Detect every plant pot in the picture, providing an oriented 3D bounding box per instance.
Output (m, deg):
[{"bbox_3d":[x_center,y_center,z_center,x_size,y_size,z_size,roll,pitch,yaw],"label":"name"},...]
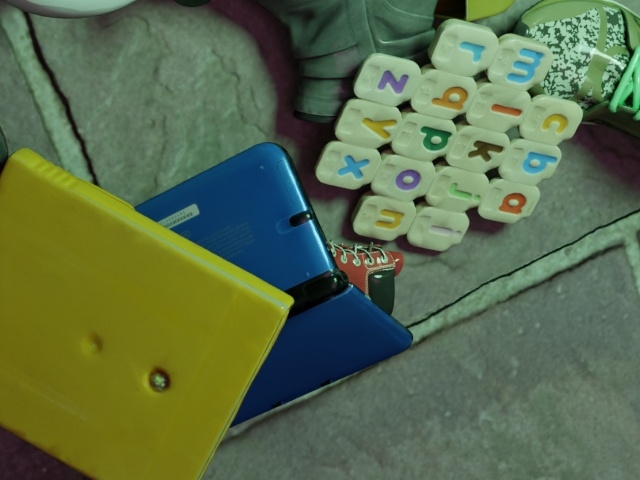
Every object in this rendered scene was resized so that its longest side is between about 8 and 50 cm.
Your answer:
[{"bbox_3d":[0.173,-0.290,1.797,0.083,0.081,0.081,-10,107,-30],"label":"plant pot"}]

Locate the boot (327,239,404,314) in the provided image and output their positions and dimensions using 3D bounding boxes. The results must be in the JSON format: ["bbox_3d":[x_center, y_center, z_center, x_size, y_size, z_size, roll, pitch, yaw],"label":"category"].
[{"bbox_3d":[0.000,0.000,1.805,0.176,0.088,0.244,-22,118,-14],"label":"boot"}]

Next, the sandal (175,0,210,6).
[{"bbox_3d":[-0.135,-0.322,1.596,0.067,0.040,0.179,-6,95,12],"label":"sandal"}]

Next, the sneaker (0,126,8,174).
[{"bbox_3d":[-0.398,-0.047,1.639,0.162,0.106,0.281,11,99,-25],"label":"sneaker"}]

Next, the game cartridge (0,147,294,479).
[{"bbox_3d":[-0.227,0.100,1.665,0.324,0.052,0.285,30,111,5],"label":"game cartridge"}]

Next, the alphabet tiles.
[{"bbox_3d":[0.143,-0.112,1.801,0.278,0.021,0.284,11,123,-23],"label":"alphabet tiles"}]

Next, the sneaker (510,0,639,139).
[{"bbox_3d":[0.404,-0.167,1.851,0.410,0.182,0.158,19,97,-23],"label":"sneaker"}]

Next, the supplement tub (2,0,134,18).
[{"bbox_3d":[-0.258,-0.337,1.493,0.235,0.325,0.235,-5,105,-18],"label":"supplement tub"}]

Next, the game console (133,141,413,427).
[{"bbox_3d":[-0.091,0.061,1.748,0.293,0.173,0.250,-26,83,20],"label":"game console"}]

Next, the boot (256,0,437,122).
[{"bbox_3d":[-0.020,-0.228,1.729,0.338,0.118,0.222,-3,114,-11],"label":"boot"}]
